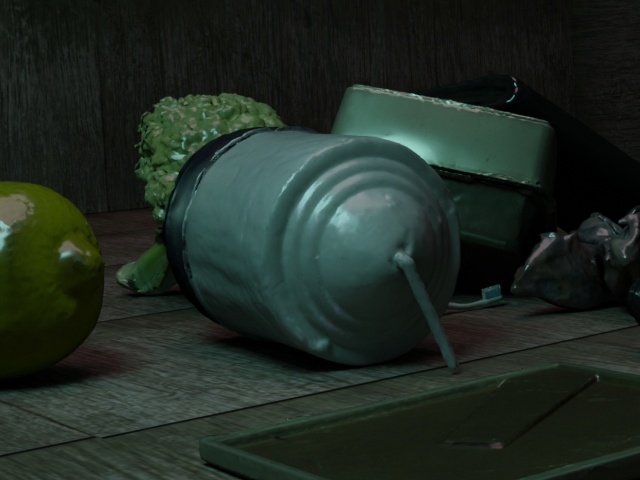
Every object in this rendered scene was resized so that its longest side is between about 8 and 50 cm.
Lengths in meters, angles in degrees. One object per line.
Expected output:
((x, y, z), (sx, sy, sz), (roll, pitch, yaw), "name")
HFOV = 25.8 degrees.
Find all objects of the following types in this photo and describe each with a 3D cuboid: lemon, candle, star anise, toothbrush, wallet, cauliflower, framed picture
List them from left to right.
((-0.306, 0.040, 1.285), (0.248, 0.184, 0.184), (-11, 4, 17), "lemon")
((-0.112, -0.041, 1.745), (0.260, 0.327, 0.281), (10, -40, -5), "cauliflower")
((0.000, 0.000, 1.323), (0.221, 0.221, 0.342), (-7, 7, -28), "candle")
((0.113, 0.074, 1.509), (0.204, 0.022, 0.017), (-10, 6, -27), "toothbrush")
((0.121, 0.131, 0.941), (0.335, 0.022, 0.247), (-7, 7, -33), "framed picture")
((0.302, -0.087, 1.798), (0.406, 0.062, 0.228), (29, -21, -32), "wallet")
((0.313, 0.018, 1.515), (0.198, 0.111, 0.257), (0, 0, 26), "star anise")

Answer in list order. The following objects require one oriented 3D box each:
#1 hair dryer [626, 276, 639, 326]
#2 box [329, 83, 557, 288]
((0.402, 0.074, 1.219), (0.219, 0.075, 0.195), (2, 13, -31), "hair dryer")
((0.138, -0.060, 1.648), (0.290, 0.166, 0.220), (12, -16, 13), "box")
